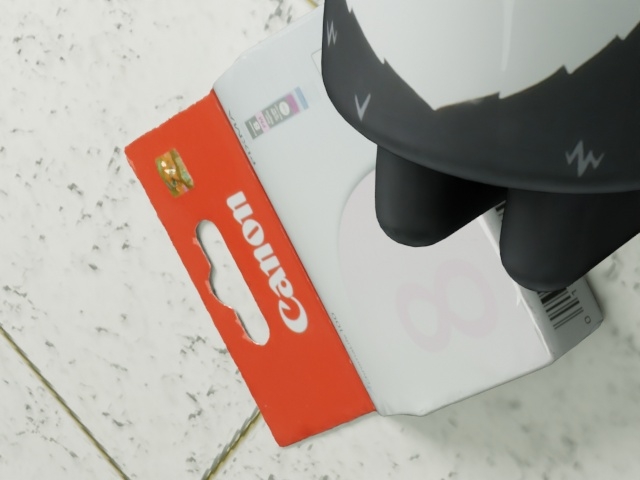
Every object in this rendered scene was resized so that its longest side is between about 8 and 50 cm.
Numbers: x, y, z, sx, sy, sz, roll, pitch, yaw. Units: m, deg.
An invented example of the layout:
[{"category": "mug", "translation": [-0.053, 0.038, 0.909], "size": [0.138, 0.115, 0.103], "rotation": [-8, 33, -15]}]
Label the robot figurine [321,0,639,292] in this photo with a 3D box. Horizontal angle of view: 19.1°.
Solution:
[{"category": "robot figurine", "translation": [0.087, -0.124, 0.703], "size": [0.209, 0.173, 0.278], "rotation": [2, 117, -6]}]

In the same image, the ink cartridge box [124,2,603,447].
[{"category": "ink cartridge box", "translation": [0.000, 0.000, 0.911], "size": [0.232, 0.066, 0.189], "rotation": [-27, 90, 38]}]
